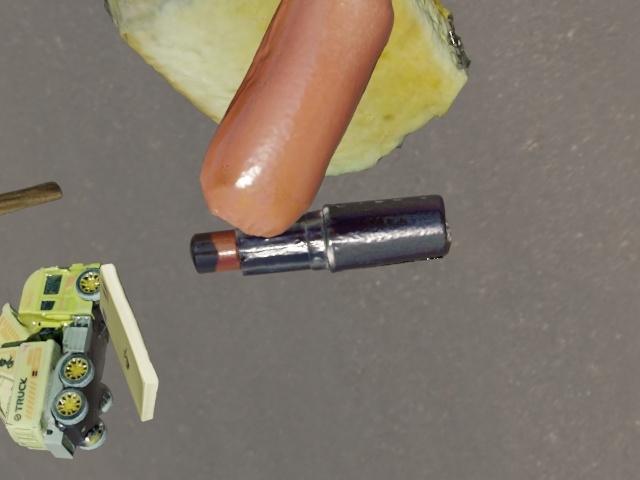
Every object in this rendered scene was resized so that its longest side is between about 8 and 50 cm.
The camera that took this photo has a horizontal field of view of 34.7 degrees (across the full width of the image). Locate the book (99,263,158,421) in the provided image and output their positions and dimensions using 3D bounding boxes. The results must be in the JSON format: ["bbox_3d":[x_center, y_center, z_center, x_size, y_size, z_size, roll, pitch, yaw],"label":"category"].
[{"bbox_3d":[-0.155,0.082,0.827,0.111,0.014,0.077,64,157,24],"label":"book"}]

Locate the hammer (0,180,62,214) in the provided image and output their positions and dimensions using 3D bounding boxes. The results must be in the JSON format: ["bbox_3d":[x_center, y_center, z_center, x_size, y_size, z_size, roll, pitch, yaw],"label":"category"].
[{"bbox_3d":[-0.257,-0.025,0.764,0.017,0.182,0.062,-20,94,28],"label":"hammer"}]

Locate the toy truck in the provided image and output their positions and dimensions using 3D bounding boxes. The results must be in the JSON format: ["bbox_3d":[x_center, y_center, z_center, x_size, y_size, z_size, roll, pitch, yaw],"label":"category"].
[{"bbox_3d":[-0.267,0.118,1.016,0.116,0.191,0.085,1,151,4],"label":"toy truck"}]

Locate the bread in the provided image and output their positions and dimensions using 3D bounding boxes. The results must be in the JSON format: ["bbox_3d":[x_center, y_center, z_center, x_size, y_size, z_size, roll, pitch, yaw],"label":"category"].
[{"bbox_3d":[-0.077,-0.249,0.805,0.239,0.264,0.395,-39,66,16],"label":"bread"}]

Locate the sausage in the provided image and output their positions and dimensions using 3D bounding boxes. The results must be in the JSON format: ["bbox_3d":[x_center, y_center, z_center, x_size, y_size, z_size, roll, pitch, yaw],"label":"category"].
[{"bbox_3d":[-0.013,-0.094,0.658,0.077,0.077,0.194,20,82,30],"label":"sausage"}]

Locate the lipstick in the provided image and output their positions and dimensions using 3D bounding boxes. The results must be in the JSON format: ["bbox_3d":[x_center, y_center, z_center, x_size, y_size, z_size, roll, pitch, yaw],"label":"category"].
[{"bbox_3d":[0.000,0.000,1.176,0.299,0.081,0.081,-8,112,1],"label":"lipstick"}]
